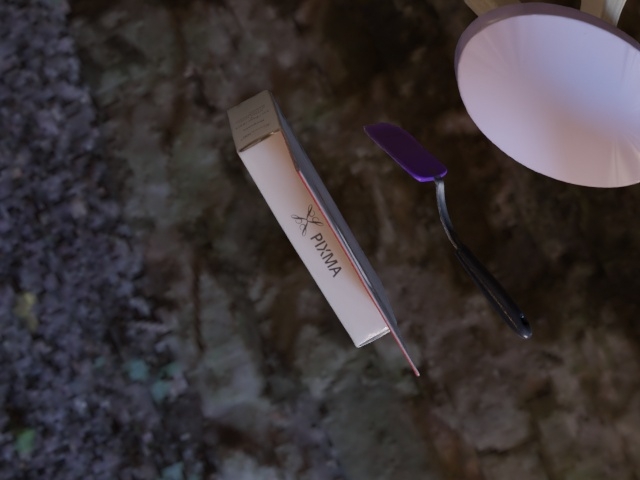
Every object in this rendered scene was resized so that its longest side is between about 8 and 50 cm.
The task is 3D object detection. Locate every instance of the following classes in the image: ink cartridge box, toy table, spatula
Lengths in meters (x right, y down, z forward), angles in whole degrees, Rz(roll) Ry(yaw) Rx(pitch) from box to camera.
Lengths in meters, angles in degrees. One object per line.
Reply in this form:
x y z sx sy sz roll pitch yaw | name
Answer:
0.000 0.000 1.458 0.275 0.060 0.239 59 6 -26 | ink cartridge box
0.263 -0.189 1.501 0.274 0.252 0.161 40 26 -27 | toy table
0.150 -0.015 1.543 0.296 0.030 0.084 59 31 7 | spatula
